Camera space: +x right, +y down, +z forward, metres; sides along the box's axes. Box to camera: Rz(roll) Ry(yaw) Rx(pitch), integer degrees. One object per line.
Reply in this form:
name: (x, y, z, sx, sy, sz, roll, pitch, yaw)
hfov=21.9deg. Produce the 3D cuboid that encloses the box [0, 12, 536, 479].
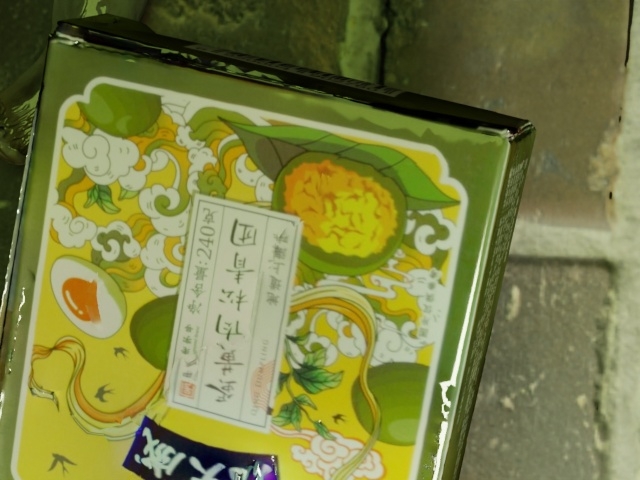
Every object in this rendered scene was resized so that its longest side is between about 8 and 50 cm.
box: (-0.057, 0.062, 1.316, 0.372, 0.138, 0.420, 14, 103, 12)

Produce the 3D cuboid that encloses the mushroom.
mushroom: (-0.227, -0.168, 1.489, 0.092, 0.081, 0.223, 27, 87, -4)
